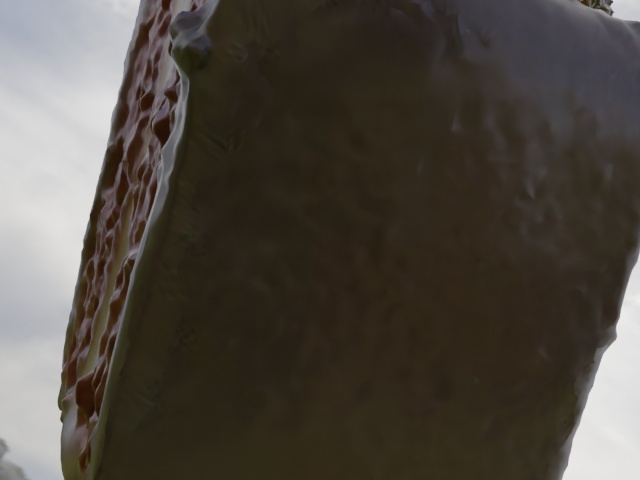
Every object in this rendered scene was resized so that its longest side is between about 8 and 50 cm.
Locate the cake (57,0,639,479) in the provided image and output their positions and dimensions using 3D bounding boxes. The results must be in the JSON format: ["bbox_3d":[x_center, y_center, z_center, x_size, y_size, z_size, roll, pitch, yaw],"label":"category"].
[{"bbox_3d":[0.000,0.000,0.443,0.230,0.309,0.237,11,7,-19],"label":"cake"}]

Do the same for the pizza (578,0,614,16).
[{"bbox_3d":[0.155,-0.159,0.510,0.046,0.134,0.175,8,-49,28],"label":"pizza"}]
